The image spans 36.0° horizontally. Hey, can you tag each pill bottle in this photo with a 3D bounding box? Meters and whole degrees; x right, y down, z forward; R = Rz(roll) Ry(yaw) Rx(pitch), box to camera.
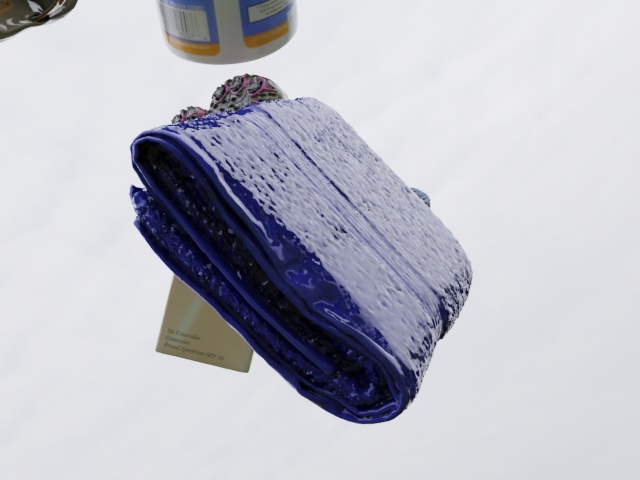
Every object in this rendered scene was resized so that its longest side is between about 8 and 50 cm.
[{"bbox_3d":[-0.108,-0.331,1.004,0.152,0.152,0.272,-18,-50,-16],"label":"pill bottle"}]

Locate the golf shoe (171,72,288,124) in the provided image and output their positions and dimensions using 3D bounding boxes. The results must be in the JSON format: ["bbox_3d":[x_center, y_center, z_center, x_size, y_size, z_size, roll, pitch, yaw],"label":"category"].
[{"bbox_3d":[-0.083,-0.117,1.017,0.086,0.067,0.186,23,-24,-33],"label":"golf shoe"}]

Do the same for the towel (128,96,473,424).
[{"bbox_3d":[0.000,0.000,0.711,0.076,0.228,0.308,-43,-3,21],"label":"towel"}]

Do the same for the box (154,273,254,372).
[{"bbox_3d":[-0.134,0.023,1.452,0.148,0.311,0.121,12,1,-1],"label":"box"}]

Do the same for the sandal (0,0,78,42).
[{"bbox_3d":[-0.261,-0.230,0.888,0.049,0.072,0.180,-33,15,30],"label":"sandal"}]

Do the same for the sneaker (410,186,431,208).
[{"bbox_3d":[0.046,0.001,0.911,0.135,0.052,0.058,-33,-45,1],"label":"sneaker"}]
